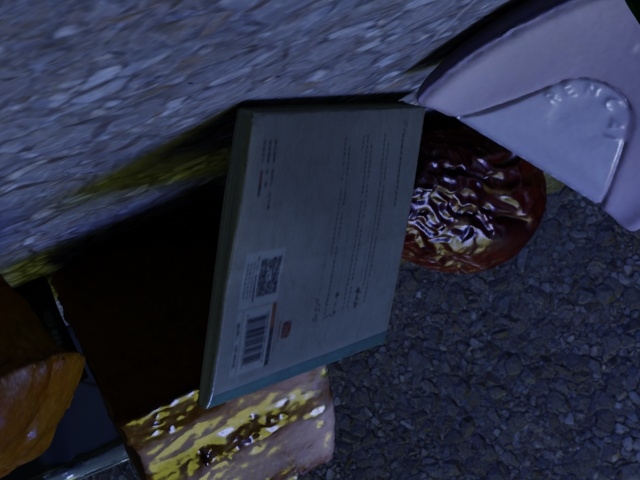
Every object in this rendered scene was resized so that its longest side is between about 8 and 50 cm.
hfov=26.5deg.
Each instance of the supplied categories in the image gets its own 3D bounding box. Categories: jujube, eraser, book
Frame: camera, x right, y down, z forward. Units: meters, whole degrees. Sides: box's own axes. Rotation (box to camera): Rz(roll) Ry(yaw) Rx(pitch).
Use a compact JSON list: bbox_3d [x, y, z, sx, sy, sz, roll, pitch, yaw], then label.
[{"bbox_3d":[0.122,-0.049,1.330,0.168,0.168,0.236,-27,159,28],"label":"jujube"},{"bbox_3d":[0.214,-0.126,0.973,0.243,0.204,0.059,-49,-167,47],"label":"eraser"},{"bbox_3d":[0.000,0.000,1.024,0.025,0.214,0.283,14,-170,25],"label":"book"}]

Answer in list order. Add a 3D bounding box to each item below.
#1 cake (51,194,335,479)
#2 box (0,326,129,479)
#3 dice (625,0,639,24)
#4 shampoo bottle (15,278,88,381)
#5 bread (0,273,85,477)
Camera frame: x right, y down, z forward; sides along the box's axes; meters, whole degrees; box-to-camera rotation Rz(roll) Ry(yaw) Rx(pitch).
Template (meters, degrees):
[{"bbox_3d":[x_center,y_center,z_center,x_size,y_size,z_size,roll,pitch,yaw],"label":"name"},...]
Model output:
[{"bbox_3d":[-0.096,0.132,1.217,0.199,0.196,0.293,-27,140,-14],"label":"cake"},{"bbox_3d":[-0.301,0.200,1.666,0.138,0.178,0.274,-26,175,26],"label":"box"},{"bbox_3d":[0.219,-0.160,0.702,0.128,0.131,0.120,-28,176,22],"label":"dice"},{"bbox_3d":[-0.368,0.140,1.203,0.310,0.098,0.071,-24,174,-9],"label":"shampoo bottle"},{"bbox_3d":[-0.316,0.120,0.907,0.312,0.172,0.312,-29,176,-2],"label":"bread"}]
